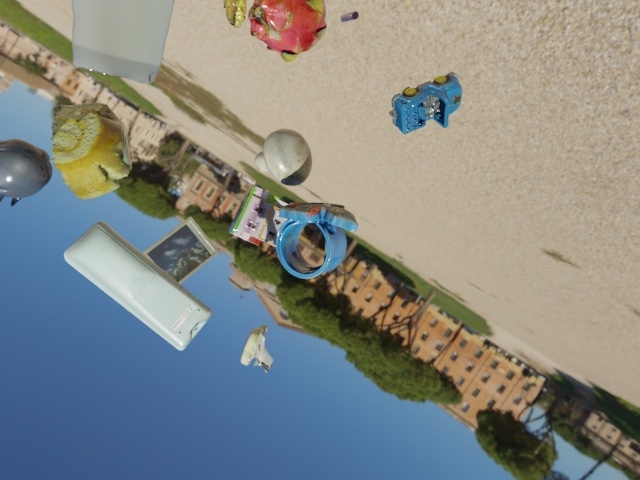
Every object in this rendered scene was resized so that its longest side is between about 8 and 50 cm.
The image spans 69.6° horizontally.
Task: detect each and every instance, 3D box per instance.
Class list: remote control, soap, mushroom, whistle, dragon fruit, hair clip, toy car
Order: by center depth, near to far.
[{"bbox_3d":[-0.352,0.089,0.909,0.293,0.103,0.051,43,154,-13],"label":"remote control"},{"bbox_3d":[-0.464,-0.615,1.092,0.212,0.350,0.435,4,151,-26],"label":"soap"},{"bbox_3d":[0.270,-0.328,1.137,0.097,0.191,0.100,73,171,-54],"label":"toy car"},{"bbox_3d":[-0.086,-0.614,1.253,0.224,0.224,0.227,33,-147,-7],"label":"dragon fruit"},{"bbox_3d":[-0.196,0.338,1.476,0.071,0.159,0.218,13,146,11],"label":"hair clip"},{"bbox_3d":[-0.159,-0.330,1.880,0.243,0.244,0.243,33,-179,-1],"label":"mushroom"},{"bbox_3d":[0.119,-0.935,1.928,0.033,0.033,0.176,33,-172,-26],"label":"whistle"}]

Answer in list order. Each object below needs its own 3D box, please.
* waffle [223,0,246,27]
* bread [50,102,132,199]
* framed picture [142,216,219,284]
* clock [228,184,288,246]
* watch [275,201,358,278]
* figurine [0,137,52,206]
[{"bbox_3d":[-0.278,-0.839,1.451,0.301,0.058,0.282,119,137,-65],"label":"waffle"},{"bbox_3d":[-0.887,-0.388,1.829,0.239,0.264,0.395,82,173,-58],"label":"bread"},{"bbox_3d":[-0.599,0.060,1.960,0.209,0.281,0.019,53,161,-17],"label":"framed picture"},{"bbox_3d":[-0.224,-0.077,2.074,0.309,0.235,0.166,26,177,-18],"label":"clock"},{"bbox_3d":[0.000,0.000,1.691,0.305,0.275,0.241,11,-167,31],"label":"watch"},{"bbox_3d":[-0.915,-0.204,1.333,0.265,0.197,0.175,-13,156,20],"label":"figurine"}]
